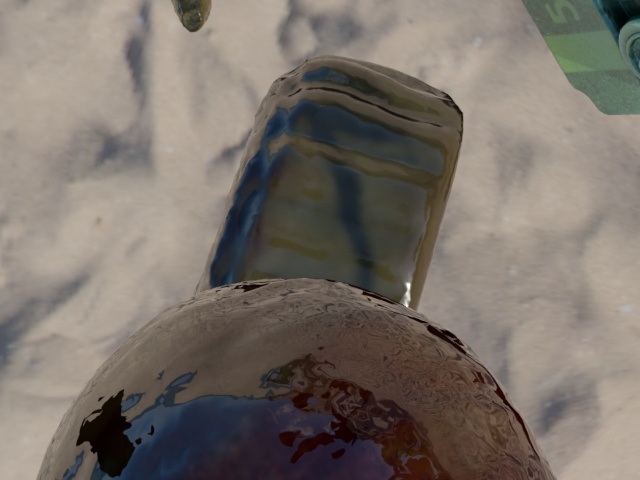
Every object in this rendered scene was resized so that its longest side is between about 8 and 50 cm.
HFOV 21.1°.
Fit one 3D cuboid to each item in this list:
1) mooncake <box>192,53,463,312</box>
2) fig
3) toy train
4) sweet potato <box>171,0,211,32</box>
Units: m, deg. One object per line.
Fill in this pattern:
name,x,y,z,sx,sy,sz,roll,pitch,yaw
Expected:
mooncake,0.000,0.000,1.313,0.161,0.290,0.290,18,94,-3
fig,-0.009,0.132,0.603,0.235,0.214,0.235,17,115,41
toy train,0.303,-0.258,1.689,0.167,0.238,0.299,-42,111,-23
sweet potato,-0.161,-0.351,1.867,0.075,0.075,0.273,-15,80,21
